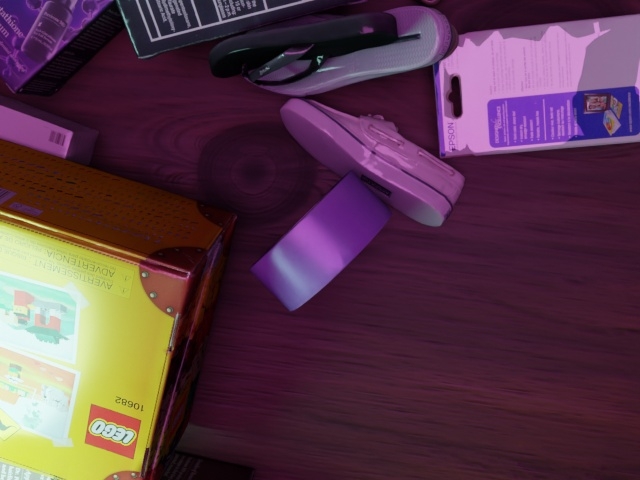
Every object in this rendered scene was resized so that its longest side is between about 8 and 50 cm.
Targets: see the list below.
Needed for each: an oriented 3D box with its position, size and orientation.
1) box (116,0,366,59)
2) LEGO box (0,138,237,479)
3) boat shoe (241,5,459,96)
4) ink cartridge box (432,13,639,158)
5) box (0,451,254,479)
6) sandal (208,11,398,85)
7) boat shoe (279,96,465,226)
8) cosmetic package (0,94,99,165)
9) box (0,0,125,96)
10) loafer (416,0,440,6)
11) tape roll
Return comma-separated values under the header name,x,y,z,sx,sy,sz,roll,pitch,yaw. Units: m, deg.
name,x,y,z,sx,sy,sz,roll,pitch,yaw
box,-0.117,-0.413,0.911,0.294,0.182,0.296,-12,121,7
LEGO box,-0.404,0.084,0.998,0.500,0.193,0.372,18,116,2
boat shoe,0.033,-0.242,0.994,0.302,0.094,0.109,4,95,28
ink cartridge box,0.315,-0.204,1.008,0.333,0.065,0.165,-4,98,4
box,-0.304,0.404,1.112,0.382,0.143,0.191,13,99,4
sandal,-0.031,-0.224,0.919,0.255,0.097,0.054,-4,92,29
boat shoe,0.074,-0.125,1.028,0.268,0.096,0.088,32,71,6
cosmetic package,-0.444,-0.166,1.058,0.239,0.099,0.060,20,102,2
box,-0.367,-0.318,1.023,0.207,0.108,0.153,-41,93,9
loafer,0.128,-0.424,0.937,0.096,0.084,0.267,-9,119,9
tape roll,0.000,0.000,1.000,0.189,0.189,0.080,-43,93,9
